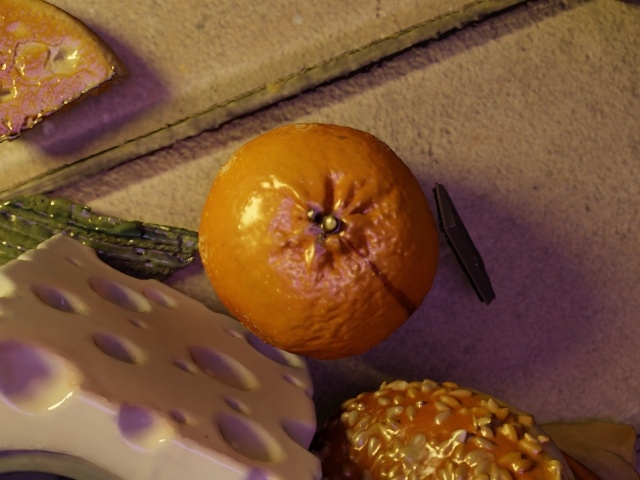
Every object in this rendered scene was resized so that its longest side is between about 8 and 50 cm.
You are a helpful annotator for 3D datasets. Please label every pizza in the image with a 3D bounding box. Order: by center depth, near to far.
[{"bbox_3d":[-0.249,-0.138,0.585,0.178,0.041,0.131,6,90,-8],"label":"pizza"}]

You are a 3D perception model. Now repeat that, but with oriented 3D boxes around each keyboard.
[{"bbox_3d":[0.121,0.006,0.604,0.015,0.049,0.129,-22,140,15],"label":"keyboard"}]

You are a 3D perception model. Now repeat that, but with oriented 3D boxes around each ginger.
[{"bbox_3d":[0.208,0.246,0.636,0.193,0.122,0.115,-8,107,2],"label":"ginger"}]

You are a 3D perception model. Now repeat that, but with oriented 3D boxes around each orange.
[{"bbox_3d":[0.000,0.000,0.566,0.193,0.161,0.193,-1,98,-6],"label":"orange"}]

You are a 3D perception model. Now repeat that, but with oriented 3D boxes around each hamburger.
[{"bbox_3d":[0.086,0.241,0.518,0.225,0.291,0.291,34,89,-37],"label":"hamburger"}]

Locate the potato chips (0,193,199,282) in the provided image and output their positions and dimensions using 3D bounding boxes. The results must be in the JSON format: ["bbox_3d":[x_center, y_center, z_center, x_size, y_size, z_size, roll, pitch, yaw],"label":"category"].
[{"bbox_3d":[-0.204,0.013,0.608,0.207,0.028,0.092,11,94,-6],"label":"potato chips"}]

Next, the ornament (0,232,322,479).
[{"bbox_3d":[-0.161,0.170,0.501,0.240,0.240,0.239,28,98,-8],"label":"ornament"}]
